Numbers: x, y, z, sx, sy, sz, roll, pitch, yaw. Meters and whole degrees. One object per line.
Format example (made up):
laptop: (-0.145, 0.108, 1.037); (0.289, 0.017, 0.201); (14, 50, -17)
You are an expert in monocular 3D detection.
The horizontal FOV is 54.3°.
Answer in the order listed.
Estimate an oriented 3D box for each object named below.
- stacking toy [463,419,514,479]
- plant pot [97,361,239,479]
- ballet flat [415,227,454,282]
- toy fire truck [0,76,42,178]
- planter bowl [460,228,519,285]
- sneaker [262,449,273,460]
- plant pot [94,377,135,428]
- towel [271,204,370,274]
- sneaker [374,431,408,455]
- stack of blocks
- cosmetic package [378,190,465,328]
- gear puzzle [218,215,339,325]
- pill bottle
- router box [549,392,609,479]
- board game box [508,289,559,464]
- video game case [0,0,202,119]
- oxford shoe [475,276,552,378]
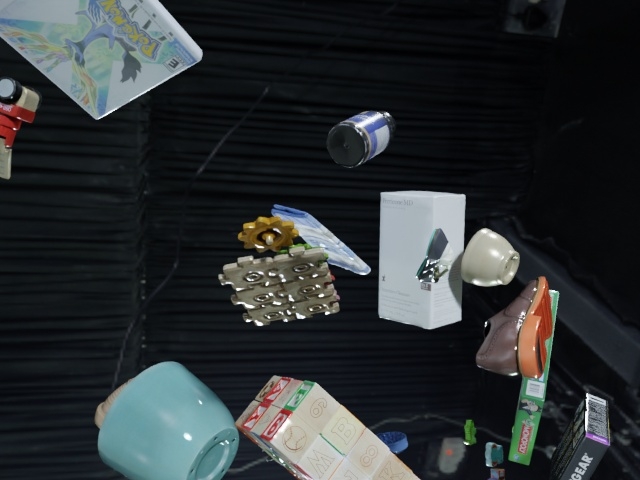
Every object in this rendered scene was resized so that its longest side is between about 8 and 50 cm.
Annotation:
stacking toy: (0.396, 0.529, 1.430); (0.167, 0.052, 0.221); (-17, -112, 52)
plant pot: (-0.343, 0.480, 1.514); (0.235, 0.293, 0.292); (25, -58, 28)
ballet flat: (0.278, 0.042, 1.470); (0.203, 0.074, 0.074); (97, -11, -57)
toy fire truck: (-0.843, -0.296, 1.579); (0.158, 0.217, 0.246); (10, 99, -85)
planter bowl: (0.479, 0.060, 1.725); (0.109, 0.162, 0.162); (25, -62, 37)
sneaker: (-0.095, 0.428, 1.395); (0.170, 0.089, 0.051); (-141, -143, -73)
plant pot: (-0.432, 0.413, 1.562); (0.237, 0.238, 0.109); (-169, -87, -78)
towel: (0.000, 0.000, 1.788); (0.034, 0.285, 0.209); (-56, -149, -11)
sneaker: (0.113, 0.541, 1.524); (0.081, 0.232, 0.090); (-37, 105, -76)
stack of blocks: (0.042, 0.309, 0.813); (0.087, 0.297, 0.171); (-49, -170, -21)
cosmetic package: (0.297, 0.047, 1.852); (0.217, 0.156, 0.384); (7, -78, 49)
gear puzzle: (-0.070, 0.048, 1.011); (0.339, 0.176, 0.044); (75, 5, -60)
pill bottle: (0.120, -0.283, 1.696); (0.219, 0.123, 0.122); (-37, 143, -51)
router box: (0.479, 0.394, 1.163); (0.133, 0.046, 0.178); (-45, 152, -58)
board game box: (0.460, 0.285, 1.340); (0.317, 0.046, 0.213); (-58, 151, -46)
video game case: (-0.451, -0.411, 1.217); (0.329, 0.300, 0.036); (45, 32, -43)
oxford shoe: (0.314, 0.126, 1.001); (0.271, 0.098, 0.096); (-34, 115, -59)
